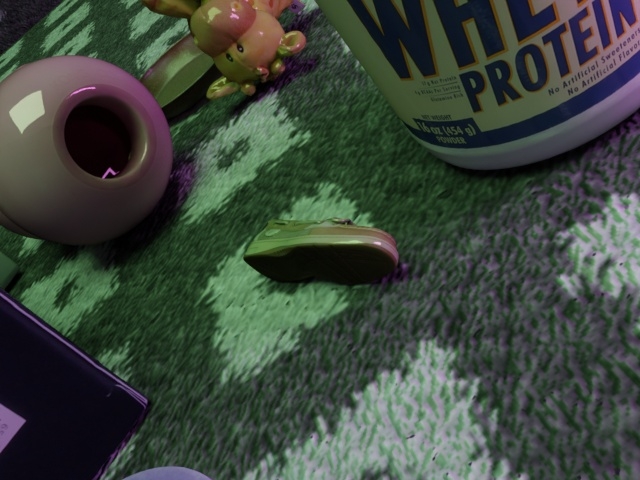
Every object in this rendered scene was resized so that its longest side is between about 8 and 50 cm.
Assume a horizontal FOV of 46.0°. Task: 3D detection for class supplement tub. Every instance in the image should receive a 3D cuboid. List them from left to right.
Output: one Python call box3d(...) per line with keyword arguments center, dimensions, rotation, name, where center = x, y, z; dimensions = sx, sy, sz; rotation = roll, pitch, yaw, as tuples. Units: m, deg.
box3d(center=(0.088, -0.232, 0.497), dimensions=(0.235, 0.325, 0.235), rotation=(-28, 36, 22), name="supplement tub")

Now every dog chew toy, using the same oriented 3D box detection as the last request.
box3d(center=(-0.314, -0.090, 0.884), dimensions=(0.332, 0.206, 0.207), rotation=(-9, 45, 52), name="dog chew toy")

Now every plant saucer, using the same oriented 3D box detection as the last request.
box3d(center=(-0.186, -0.230, 1.044), dimensions=(0.198, 0.036, 0.199), rotation=(-28, 36, 23), name="plant saucer")

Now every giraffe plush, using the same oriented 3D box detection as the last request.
box3d(center=(-0.102, -0.258, 0.888), dimensions=(0.181, 0.210, 0.170), rotation=(-48, 39, 47), name="giraffe plush")

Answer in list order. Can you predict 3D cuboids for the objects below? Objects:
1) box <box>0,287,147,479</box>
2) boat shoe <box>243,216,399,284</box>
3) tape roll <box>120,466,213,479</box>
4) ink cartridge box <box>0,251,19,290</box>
box3d(center=(-0.390, 0.093, 0.655), dimensions=(0.395, 0.293, 0.212), rotation=(13, 61, 51), name="box")
box3d(center=(0.001, 0.001, 0.573), dimensions=(0.153, 0.056, 0.048), rotation=(-8, 51, 51), name="boat shoe")
box3d(center=(-0.088, 0.222, 0.391), dimensions=(0.189, 0.080, 0.189), rotation=(-27, 37, 22), name="tape roll")
box3d(center=(-0.601, 0.102, 0.875), dimensions=(0.160, 0.279, 0.385), rotation=(-1, 51, 47), name="ink cartridge box")
